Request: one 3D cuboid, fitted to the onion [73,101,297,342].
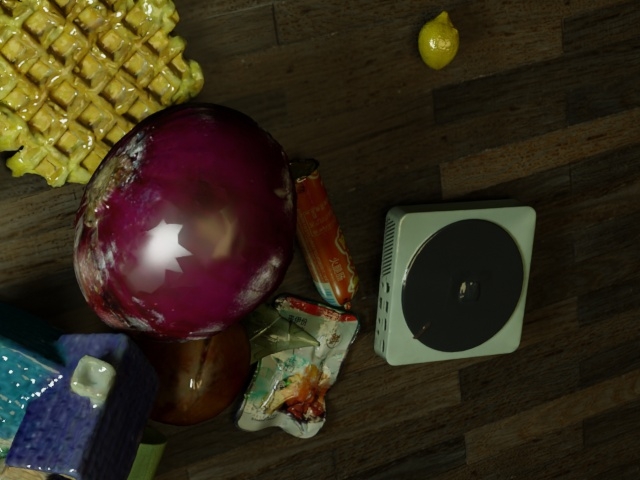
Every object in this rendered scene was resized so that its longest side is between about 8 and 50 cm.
[{"bbox_3d":[-0.162,-0.012,1.805,0.282,0.260,0.336,37,81,-28],"label":"onion"}]

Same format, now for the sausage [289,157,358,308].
[{"bbox_3d":[0.000,0.000,2.090,0.083,0.083,0.264,-30,120,-15],"label":"sausage"}]

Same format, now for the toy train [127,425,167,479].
[{"bbox_3d":[-0.333,0.402,2.022,0.190,0.126,0.307,16,98,-31],"label":"toy train"}]

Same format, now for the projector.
[{"bbox_3d":[0.215,0.064,2.216,0.259,0.079,0.257,-4,108,-26],"label":"projector"}]

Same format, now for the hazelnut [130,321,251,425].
[{"bbox_3d":[-0.192,0.177,1.972,0.208,0.208,0.208,-9,111,-25],"label":"hazelnut"}]

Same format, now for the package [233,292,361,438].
[{"bbox_3d":[-0.036,0.209,2.161,0.166,0.040,0.232,19,96,-30],"label":"package"}]

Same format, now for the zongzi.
[{"bbox_3d":[-0.092,0.182,2.080,0.130,0.062,0.154,34,91,9],"label":"zongzi"}]

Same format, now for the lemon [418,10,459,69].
[{"bbox_3d":[0.181,-0.305,2.082,0.065,0.065,0.092,-3,113,-26],"label":"lemon"}]

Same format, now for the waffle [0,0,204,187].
[{"bbox_3d":[-0.315,-0.222,1.854,0.325,0.068,0.302,-10,111,-26],"label":"waffle"}]

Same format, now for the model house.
[{"bbox_3d":[-0.382,0.213,1.774,0.312,0.280,0.245,28,60,-12],"label":"model house"}]
